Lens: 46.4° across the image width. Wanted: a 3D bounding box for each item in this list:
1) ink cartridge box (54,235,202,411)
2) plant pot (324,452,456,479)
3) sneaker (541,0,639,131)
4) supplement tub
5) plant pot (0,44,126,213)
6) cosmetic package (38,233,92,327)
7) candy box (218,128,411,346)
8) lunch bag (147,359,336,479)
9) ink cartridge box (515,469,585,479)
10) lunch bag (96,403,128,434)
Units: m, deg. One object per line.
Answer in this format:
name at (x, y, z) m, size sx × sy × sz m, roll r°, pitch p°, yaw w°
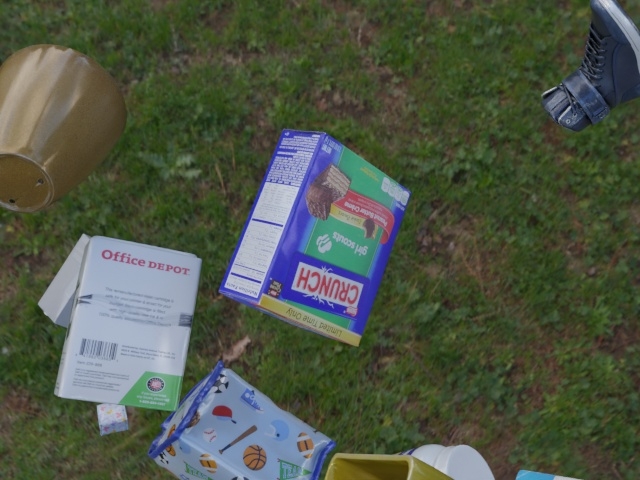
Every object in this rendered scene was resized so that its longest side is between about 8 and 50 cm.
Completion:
ink cartridge box at (-0.353, 0.156, 1.382) m, size 0.211 × 0.121 × 0.289 m, roll 13°, pitch 76°, yaw -21°
plant pot at (0.093, 0.322, 0.655) m, size 0.187 × 0.212 × 0.212 m, roll 23°, pitch 70°, yaw -10°
sneaker at (0.398, -0.256, 1.112) m, size 0.163 × 0.226 × 0.086 m, roll -30°, pitch 48°, yaw 19°
supplement tub at (0.204, 0.593, 1.663) m, size 0.241 × 0.331 × 0.241 m, roll 30°, pitch 46°, yaw -37°
plant pot at (-0.472, -0.166, 1.264) m, size 0.237 × 0.237 × 0.254 m, roll 2°, pitch 40°, yaw -2°
cosmetic package at (-0.652, 0.117, 2.042) m, size 0.127 × 0.107 × 0.238 m, roll 33°, pitch 92°, yaw 43°
candy box at (0.000, 0.000, 1.352) m, size 0.122 × 0.268 × 0.317 m, roll 13°, pitch 79°, yaw 46°
lunch bag at (-0.198, 0.478, 1.673) m, size 0.327 × 0.385 × 0.239 m, roll 36°, pitch 51°, yaw -3°
ink cartridge box at (0.193, 0.258, 0.426) m, size 0.171 × 0.232 × 0.168 m, roll 40°, pitch 71°, yaw -2°
lunch bag at (-0.521, 0.440, 1.872) m, size 0.071 × 0.053 × 0.083 m, roll -9°, pitch 39°, yaw -20°
